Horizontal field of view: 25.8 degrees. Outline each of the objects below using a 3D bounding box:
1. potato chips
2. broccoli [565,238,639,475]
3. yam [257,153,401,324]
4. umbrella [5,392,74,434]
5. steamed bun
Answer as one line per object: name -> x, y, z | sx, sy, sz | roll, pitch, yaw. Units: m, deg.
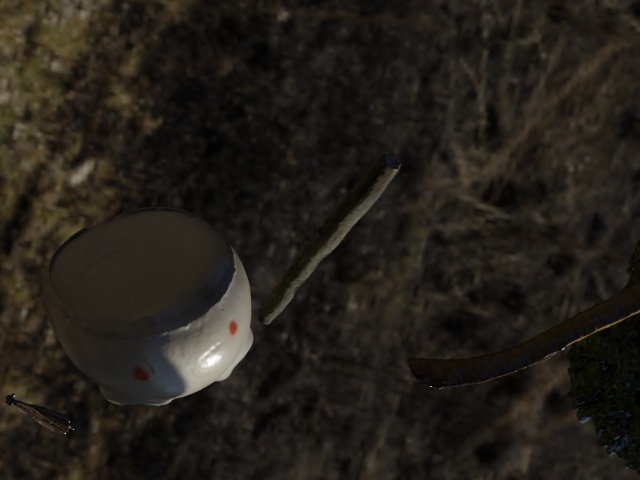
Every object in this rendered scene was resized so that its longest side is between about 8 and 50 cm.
potato chips -> 0.157, 0.058, 0.922 | 0.026, 0.204, 0.037 | -14, 82, -79
broccoli -> 0.375, 0.098, 1.068 | 0.302, 0.375, 0.249 | 9, 61, -54
yam -> 0.001, 0.001, 1.314 | 0.234, 0.029, 0.027 | -50, -143, 33
umbrella -> -0.273, 0.170, 1.366 | 0.020, 0.031, 0.083 | -48, 126, 3
steamed bun -> -0.148, 0.067, 1.252 | 0.177, 0.228, 0.131 | -24, 121, -18
